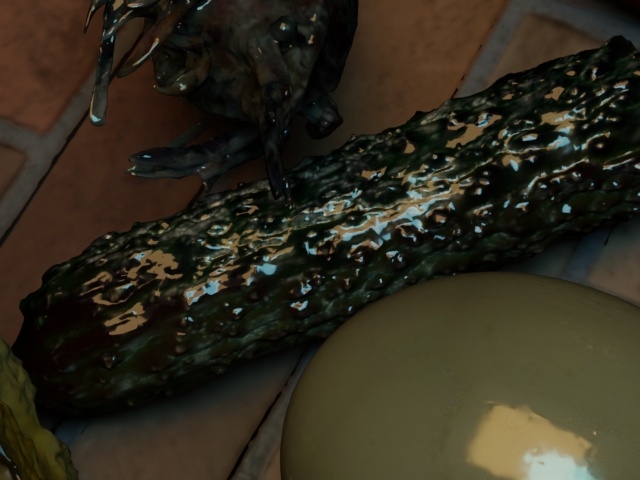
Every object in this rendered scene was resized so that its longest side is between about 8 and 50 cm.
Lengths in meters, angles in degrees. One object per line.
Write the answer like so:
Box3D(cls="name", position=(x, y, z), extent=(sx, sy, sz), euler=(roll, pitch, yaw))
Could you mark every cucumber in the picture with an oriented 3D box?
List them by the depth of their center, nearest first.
Box3D(cls="cucumber", position=(0.000, 0.000, 0.985), extent=(0.359, 0.096, 0.096), euler=(-20, 60, -1))

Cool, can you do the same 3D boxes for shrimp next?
Box3D(cls="shrimp", position=(-0.048, -0.097, 1.002), extent=(0.137, 0.172, 0.372), euler=(1, 35, 4))

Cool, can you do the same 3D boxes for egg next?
Box3D(cls="egg", position=(0.099, 0.112, 0.855), extent=(0.242, 0.186, 0.186), euler=(21, 67, 11))

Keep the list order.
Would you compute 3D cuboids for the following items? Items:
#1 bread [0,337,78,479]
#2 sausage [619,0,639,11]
Box3D(cls="bread", position=(-0.205, 0.156, 0.906), extent=(0.204, 0.162, 0.262), euler=(-21, 83, -3))
Box3D(cls="sausage", position=(0.125, -0.209, 1.077), extent=(0.094, 0.097, 0.348), euler=(-47, 64, -4))
